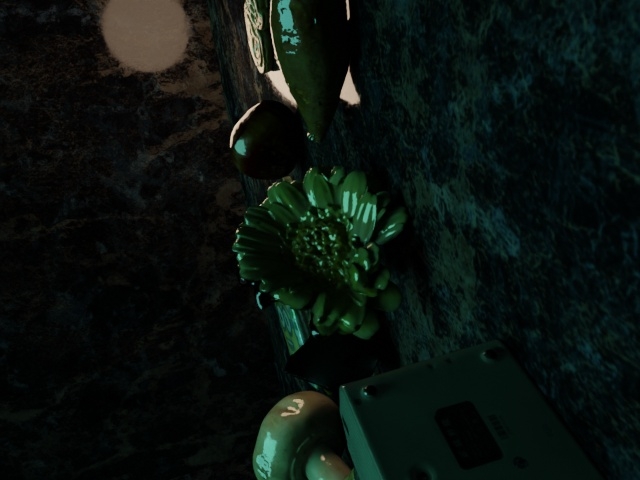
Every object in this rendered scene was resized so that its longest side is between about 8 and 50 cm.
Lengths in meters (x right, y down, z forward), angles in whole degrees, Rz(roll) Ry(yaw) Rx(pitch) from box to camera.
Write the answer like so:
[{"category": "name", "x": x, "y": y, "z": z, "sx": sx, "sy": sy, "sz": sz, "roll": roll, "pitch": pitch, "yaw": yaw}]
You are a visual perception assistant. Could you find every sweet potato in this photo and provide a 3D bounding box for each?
[{"category": "sweet potato", "x": -0.012, "y": -0.297, "z": 0.931, "sx": 0.131, "sy": 0.131, "sz": 0.337, "roll": -120, "pitch": 19, "yaw": -53}]

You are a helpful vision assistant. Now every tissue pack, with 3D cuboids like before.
[{"category": "tissue pack", "x": -0.034, "y": 0.193, "z": 1.514, "sx": 0.228, "sy": 0.127, "sz": 0.311, "roll": -179, "pitch": 71, "yaw": -74}]

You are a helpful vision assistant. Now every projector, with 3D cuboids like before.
[{"category": "projector", "x": 0.147, "y": 0.233, "z": 0.595, "sx": 0.251, "sy": 0.198, "sz": 0.108, "roll": -116, "pitch": 17, "yaw": -47}]

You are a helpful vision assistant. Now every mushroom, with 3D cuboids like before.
[{"category": "mushroom", "x": -0.018, "y": 0.615, "z": 1.696, "sx": 0.336, "sy": 0.314, "sz": 0.315, "roll": 32, "pitch": 139, "yaw": 42}]

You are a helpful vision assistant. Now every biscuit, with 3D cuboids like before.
[{"category": "biscuit", "x": -0.165, "y": -0.567, "z": 1.539, "sx": 0.289, "sy": 0.044, "sz": 0.202, "roll": 95, "pitch": 158, "yaw": -62}]

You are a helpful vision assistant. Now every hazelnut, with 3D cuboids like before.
[{"category": "hazelnut", "x": -0.130, "y": -0.240, "z": 1.460, "sx": 0.204, "sy": 0.177, "sz": 0.178, "roll": -61, "pitch": 34, "yaw": 26}]

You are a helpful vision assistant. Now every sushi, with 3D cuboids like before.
[{"category": "sushi", "x": 0.045, "y": 0.213, "z": 1.150, "sx": 0.150, "sy": 0.152, "sz": 0.172, "roll": 72, "pitch": -142, "yaw": -65}]

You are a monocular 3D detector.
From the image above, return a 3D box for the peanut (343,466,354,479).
[{"category": "peanut", "x": 0.099, "y": 0.645, "z": 1.470, "sx": 0.253, "sy": 0.122, "sz": 0.137, "roll": 94, "pitch": 175, "yaw": -47}]

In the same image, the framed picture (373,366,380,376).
[{"category": "framed picture", "x": 0.083, "y": 0.227, "z": 1.321, "sx": 0.209, "sy": 0.019, "sz": 0.282, "roll": -165, "pitch": 62, "yaw": -76}]

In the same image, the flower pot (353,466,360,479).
[{"category": "flower pot", "x": 0.143, "y": 0.313, "z": 0.726, "sx": 0.243, "sy": 0.189, "sz": 0.157, "roll": 59, "pitch": 151, "yaw": 29}]

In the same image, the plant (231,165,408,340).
[{"category": "plant", "x": -0.011, "y": 0.032, "z": 0.960, "sx": 0.297, "sy": 0.261, "sz": 0.306, "roll": 101, "pitch": 164, "yaw": -64}]

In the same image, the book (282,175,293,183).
[{"category": "book", "x": -0.042, "y": -0.016, "z": 1.620, "sx": 0.283, "sy": 0.025, "sz": 0.215, "roll": -119, "pitch": 18, "yaw": -47}]
